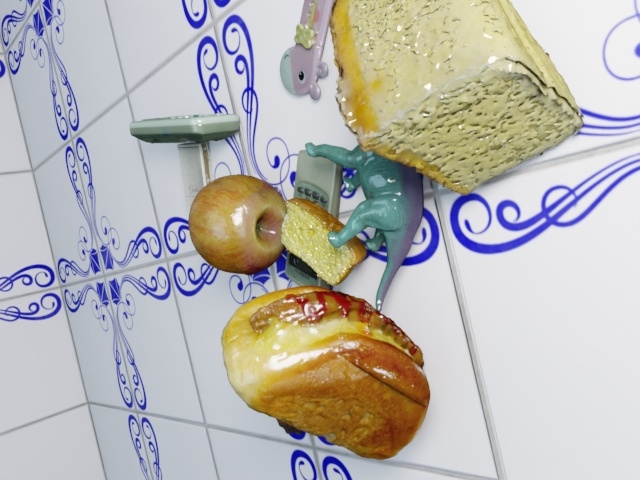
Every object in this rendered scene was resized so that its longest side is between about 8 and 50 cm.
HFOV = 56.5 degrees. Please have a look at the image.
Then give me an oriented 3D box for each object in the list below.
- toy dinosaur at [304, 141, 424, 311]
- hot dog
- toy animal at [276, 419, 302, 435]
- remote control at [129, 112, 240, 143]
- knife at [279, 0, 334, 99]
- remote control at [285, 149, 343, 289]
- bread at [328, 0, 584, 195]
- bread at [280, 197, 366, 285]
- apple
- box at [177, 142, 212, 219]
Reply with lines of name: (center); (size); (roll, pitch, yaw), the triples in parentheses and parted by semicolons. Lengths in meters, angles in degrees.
toy dinosaur: (0.150, -0.107, 0.966); (0.331, 0.129, 0.383); (-26, 82, 40)
hot dog: (0.042, 0.208, 0.994); (0.223, 0.405, 0.185); (-40, 38, 18)
toy animal: (-0.067, 0.317, 1.284); (0.157, 0.097, 0.312); (56, 156, 27)
remote control: (-0.330, -0.265, 1.422); (0.335, 0.128, 0.066); (9, 107, 47)
knife: (-0.004, -0.451, 1.075); (0.132, 0.038, 0.399); (37, 125, 33)
remote control: (-0.016, -0.038, 1.201); (0.123, 0.038, 0.285); (28, 120, 41)
bread: (0.179, -0.250, 0.840); (0.248, 0.279, 0.315); (-29, 47, 38)
bread: (0.000, 0.000, 1.129); (0.187, 0.065, 0.103); (36, 121, 20)
apple: (-0.168, -0.034, 1.247); (0.188, 0.211, 0.211); (11, 109, 38)
box: (-0.312, -0.148, 1.510); (0.109, 0.029, 0.198); (8, 107, 47)
